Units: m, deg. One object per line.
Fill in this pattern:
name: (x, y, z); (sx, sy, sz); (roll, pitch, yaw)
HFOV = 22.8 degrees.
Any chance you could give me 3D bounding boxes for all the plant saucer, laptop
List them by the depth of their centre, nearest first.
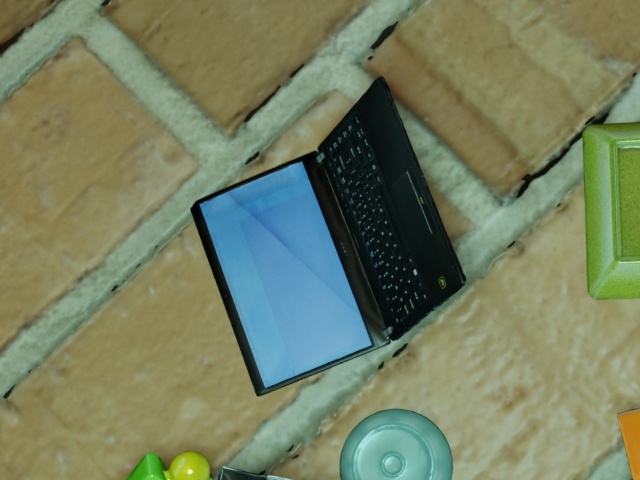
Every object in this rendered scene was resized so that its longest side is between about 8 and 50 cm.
plant saucer: (0.364, -0.038, 1.619); (0.188, 0.045, 0.188); (-3, 78, 12)
plant saucer: (0.076, 0.232, 1.636); (0.119, 0.021, 0.119); (-3, 77, 12)
laptop: (0.000, 0.000, 1.642); (0.137, 0.264, 0.234); (-13, 73, -29)

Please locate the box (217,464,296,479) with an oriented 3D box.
box: (-0.003, 0.400, 1.522); (0.257, 0.079, 0.322); (11, 70, -2)

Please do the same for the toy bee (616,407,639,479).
toy bee: (0.334, 0.315, 1.513); (0.195, 0.162, 0.298); (3, 54, 21)

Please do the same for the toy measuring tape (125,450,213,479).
toy measuring tape: (-0.207, 0.348, 1.642); (0.121, 0.121, 0.330); (43, 106, 17)
